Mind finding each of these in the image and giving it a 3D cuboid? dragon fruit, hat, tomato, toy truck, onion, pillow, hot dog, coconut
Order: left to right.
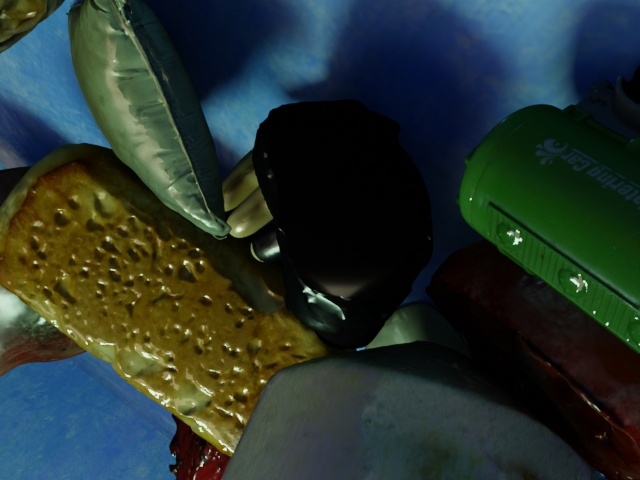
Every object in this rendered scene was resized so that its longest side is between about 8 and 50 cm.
[{"bbox_3d":[-0.449,0.032,1.000,0.353,0.353,0.353,29,152,18],"label":"onion"},{"bbox_3d":[-0.152,-0.112,0.553,0.302,0.075,0.185,32,147,63],"label":"pillow"},{"bbox_3d":[-0.150,0.064,0.754,0.405,0.185,0.223,36,-176,2],"label":"hot dog"},{"bbox_3d":[-0.096,0.338,1.223,0.329,0.286,0.228,8,117,-18],"label":"dragon fruit"},{"bbox_3d":[0.059,0.229,0.525,0.297,0.309,0.297,19,155,9],"label":"coconut"},{"bbox_3d":[0.172,0.175,0.703,0.214,0.149,0.245,-30,72,56],"label":"hat"},{"bbox_3d":[0.188,0.078,0.494,0.228,0.101,0.228,43,172,7],"label":"tomato"},{"bbox_3d":[0.184,0.008,0.314,0.242,0.125,0.101,42,153,36],"label":"toy truck"}]

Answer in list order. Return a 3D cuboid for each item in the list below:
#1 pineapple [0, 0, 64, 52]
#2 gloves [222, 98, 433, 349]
[{"bbox_3d":[-0.276,-0.224,0.335,0.352,0.352,0.300,7,142,45],"label":"pineapple"},{"bbox_3d":[0.007,-0.002,0.530,0.301,0.152,0.197,165,90,-70],"label":"gloves"}]
